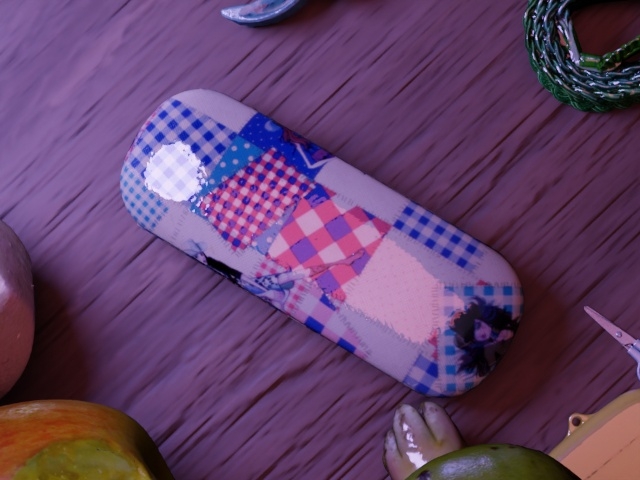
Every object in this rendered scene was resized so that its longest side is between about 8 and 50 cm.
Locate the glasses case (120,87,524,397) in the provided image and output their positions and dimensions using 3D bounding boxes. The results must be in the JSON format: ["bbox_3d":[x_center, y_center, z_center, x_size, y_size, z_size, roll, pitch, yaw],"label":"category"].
[{"bbox_3d":[0.000,0.000,1.433,0.327,0.076,0.125,31,85,7],"label":"glasses case"}]

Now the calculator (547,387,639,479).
[{"bbox_3d":[0.264,0.222,1.405,0.157,0.033,0.236,-41,79,1],"label":"calculator"}]

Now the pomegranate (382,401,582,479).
[{"bbox_3d":[0.111,0.222,1.350,0.202,0.202,0.248,-28,48,1],"label":"pomegranate"}]

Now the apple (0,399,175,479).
[{"bbox_3d":[-0.194,0.233,1.340,0.226,0.246,0.246,-22,82,-3],"label":"apple"}]

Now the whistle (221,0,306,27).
[{"bbox_3d":[-0.019,-0.268,1.463,0.274,0.093,0.186,-9,83,7],"label":"whistle"}]

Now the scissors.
[{"bbox_3d":[0.235,0.077,1.438,0.083,0.006,0.036,40,86,8],"label":"scissors"}]

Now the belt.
[{"bbox_3d":[0.229,-0.165,1.431,0.151,0.079,0.121,-13,82,3],"label":"belt"}]

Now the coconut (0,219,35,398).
[{"bbox_3d":[-0.295,0.060,1.396,0.171,0.171,0.183,-12,38,4],"label":"coconut"}]
